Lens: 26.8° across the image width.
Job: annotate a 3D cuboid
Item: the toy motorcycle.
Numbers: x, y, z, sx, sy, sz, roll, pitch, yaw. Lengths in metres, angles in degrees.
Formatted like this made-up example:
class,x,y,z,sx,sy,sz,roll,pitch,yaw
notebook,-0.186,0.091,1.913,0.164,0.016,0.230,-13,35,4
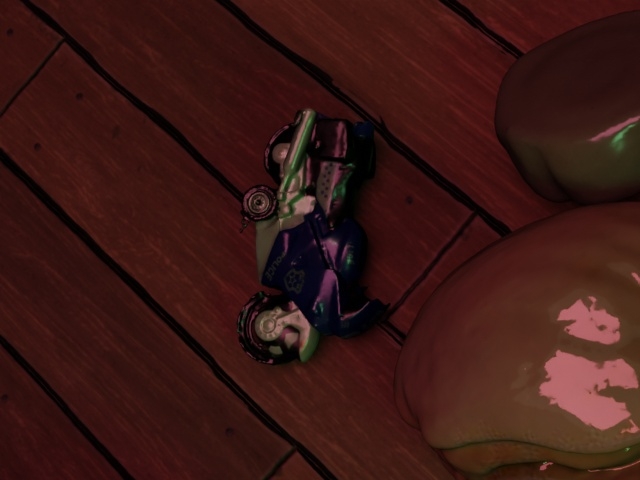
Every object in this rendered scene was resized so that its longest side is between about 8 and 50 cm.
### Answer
class,x,y,z,sx,sy,sz,roll,pitch,yaw
toy motorcycle,0.000,0.000,1.709,0.196,0.125,0.331,6,83,18

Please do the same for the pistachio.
class,x,y,z,sx,sy,sz,roll,pitch,yaw
pistachio,0.294,0.119,1.491,0.446,0.281,0.365,-26,38,15

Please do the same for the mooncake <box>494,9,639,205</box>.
class,x,y,z,sx,sy,sz,roll,pitch,yaw
mooncake,0.340,-0.153,1.571,0.275,0.135,0.275,-24,32,16
